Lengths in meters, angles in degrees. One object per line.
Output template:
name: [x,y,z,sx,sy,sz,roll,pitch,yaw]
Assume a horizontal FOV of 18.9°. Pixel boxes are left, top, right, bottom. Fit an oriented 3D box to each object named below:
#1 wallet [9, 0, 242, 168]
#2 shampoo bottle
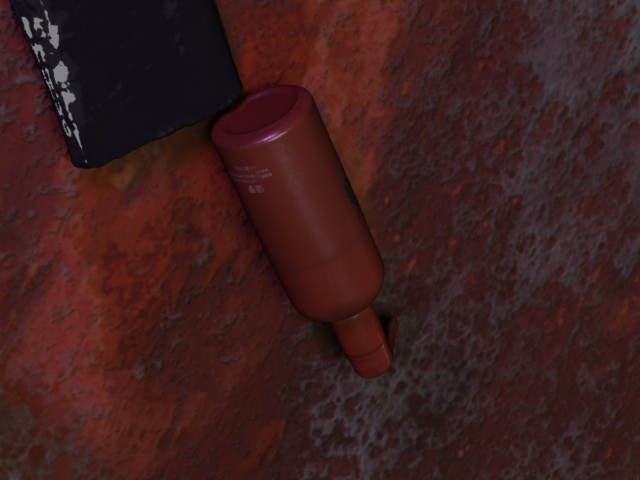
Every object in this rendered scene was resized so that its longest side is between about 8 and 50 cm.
wallet: [-0.151,-0.194,1.325,0.146,0.030,0.285,-29,117,-21]
shampoo bottle: [-0.001,0.001,1.445,0.085,0.085,0.244,-34,122,-14]
